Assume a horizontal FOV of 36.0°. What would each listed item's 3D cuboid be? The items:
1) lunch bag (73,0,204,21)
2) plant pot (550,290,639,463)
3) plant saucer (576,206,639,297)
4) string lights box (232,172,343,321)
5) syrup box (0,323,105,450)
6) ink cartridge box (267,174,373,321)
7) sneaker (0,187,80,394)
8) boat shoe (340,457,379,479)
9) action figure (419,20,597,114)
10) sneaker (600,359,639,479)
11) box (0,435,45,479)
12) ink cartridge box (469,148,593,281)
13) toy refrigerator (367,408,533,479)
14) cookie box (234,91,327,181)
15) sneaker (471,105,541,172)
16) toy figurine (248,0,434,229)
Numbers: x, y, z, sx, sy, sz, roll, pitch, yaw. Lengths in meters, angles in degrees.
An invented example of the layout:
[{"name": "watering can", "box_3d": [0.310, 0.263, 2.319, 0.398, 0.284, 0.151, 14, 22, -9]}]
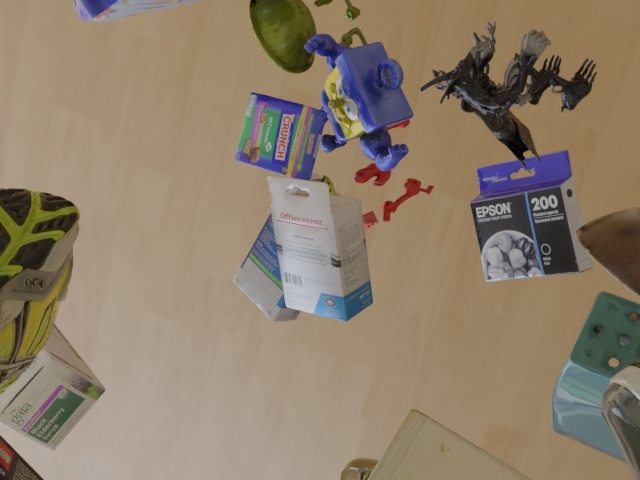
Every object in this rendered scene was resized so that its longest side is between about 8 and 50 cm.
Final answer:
[{"name": "lunch bag", "box_3d": [-0.168, -0.343, 1.225, 0.293, 0.221, 0.138, -34, 110, -24]}, {"name": "plant pot", "box_3d": [0.401, 0.176, 1.294, 0.165, 0.234, 0.166, 21, 71, 28]}, {"name": "plant saucer", "box_3d": [0.363, 0.051, 0.822, 0.310, 0.310, 0.050, 28, 106, 0]}, {"name": "string lights box", "box_3d": [-0.049, 0.012, 1.870, 0.133, 0.076, 0.260, 43, 113, 30]}, {"name": "syrup box", "box_3d": [-0.360, 0.136, 1.168, 0.093, 0.237, 0.096, -50, 135, -4]}, {"name": "ink cartridge box", "box_3d": [0.000, 0.000, 0.566, 0.048, 0.028, 0.083, 10, 118, 38]}, {"name": "sneaker", "box_3d": [-0.302, 0.096, 0.789, 0.145, 0.385, 0.147, 14, 120, 14]}, {"name": "boat shoe", "box_3d": [0.067, 0.274, 1.022, 0.153, 0.048, 0.056, 32, 110, 46]}, {"name": "action figure", "box_3d": [0.280, -0.261, 1.494, 0.275, 0.164, 0.141, -4, 114, -35]}, {"name": "sneaker", "box_3d": [0.196, 0.233, 0.558, 0.178, 0.124, 0.296, -27, 74, -1]}, {"name": "box", "box_3d": [-0.177, 0.200, 0.567, 0.114, 0.036, 0.207, -22, 124, 14]}, {"name": "ink cartridge box", "box_3d": [0.356, -0.039, 1.708, 0.206, 0.045, 0.208, -10, 92, 49]}, {"name": "toy refrigerator", "box_3d": [0.099, 0.172, 0.528, 0.102, 0.269, 0.094, 28, 80, 26]}, {"name": "cookie box", "box_3d": [-0.051, -0.131, 1.235, 0.107, 0.040, 0.092, 20, 98, 41]}, {"name": "sneaker", "box_3d": [0.307, -0.190, 1.633, 0.051, 0.170, 0.089, -42, 126, 20]}, {"name": "toy figurine", "box_3d": [0.061, -0.214, 1.288, 0.191, 0.217, 0.363, -19, 85, -24]}]
